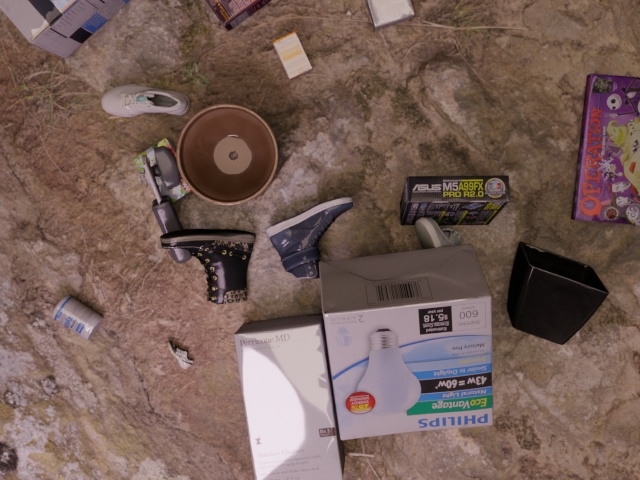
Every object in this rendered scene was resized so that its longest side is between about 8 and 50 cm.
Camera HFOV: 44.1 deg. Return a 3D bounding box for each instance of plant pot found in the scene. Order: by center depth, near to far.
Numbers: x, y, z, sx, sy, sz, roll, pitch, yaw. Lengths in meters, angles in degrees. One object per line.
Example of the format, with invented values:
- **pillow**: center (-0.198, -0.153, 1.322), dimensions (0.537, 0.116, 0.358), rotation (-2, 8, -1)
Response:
- **plant pot**: center (0.533, 0.132, 1.847), dimensions (0.188, 0.187, 0.167), rotation (19, 109, 0)
- **plant pot**: center (-0.214, -0.203, 1.872), dimensions (0.237, 0.110, 0.237), rotation (0, 96, 2)

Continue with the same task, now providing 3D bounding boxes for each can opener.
- **can opener**: center (-0.357, -0.081, 1.871), dimensions (0.093, 0.074, 0.280), rotation (-15, 111, -2)

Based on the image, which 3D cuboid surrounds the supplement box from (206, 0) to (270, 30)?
- **supplement box**: center (-0.175, -0.592, 1.849), dimensions (0.188, 0.081, 0.104), rotation (-35, 93, 5)

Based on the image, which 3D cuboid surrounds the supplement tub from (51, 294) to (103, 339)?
- **supplement tub**: center (-0.597, 0.189, 1.942), dimensions (0.107, 0.071, 0.071), rotation (32, 96, 0)

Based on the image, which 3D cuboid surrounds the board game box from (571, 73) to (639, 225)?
- **board game box**: center (0.719, -0.212, 1.869), dimensions (0.208, 0.056, 0.346), rotation (5, 96, 6)

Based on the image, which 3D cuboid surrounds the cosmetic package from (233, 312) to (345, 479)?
- **cosmetic package**: center (-0.070, 0.381, 1.896), dimensions (0.217, 0.156, 0.384), rotation (-10, 96, 5)

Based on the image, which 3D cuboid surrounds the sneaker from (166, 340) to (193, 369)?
- **sneaker**: center (-0.349, 0.279, 1.964), dimensions (0.037, 0.032, 0.083), rotation (-36, 98, -9)

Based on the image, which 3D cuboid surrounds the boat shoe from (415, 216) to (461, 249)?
- **boat shoe**: center (0.291, 0.010, 1.852), dimensions (0.081, 0.079, 0.227), rotation (-40, 132, -7)

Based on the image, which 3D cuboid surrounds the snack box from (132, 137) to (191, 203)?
- **snack box**: center (-0.373, -0.164, 1.917), dimensions (0.100, 0.037, 0.141), rotation (-33, 95, 6)

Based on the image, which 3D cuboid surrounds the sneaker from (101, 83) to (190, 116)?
- **sneaker**: center (-0.423, -0.335, 1.876), dimensions (0.212, 0.094, 0.080), rotation (0, 97, 2)

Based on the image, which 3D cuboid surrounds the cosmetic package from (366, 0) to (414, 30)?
- **cosmetic package**: center (0.138, -0.623, 1.845), dimensions (0.099, 0.060, 0.239), rotation (-16, 95, 6)

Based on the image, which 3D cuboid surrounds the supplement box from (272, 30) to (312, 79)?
- **supplement box**: center (-0.066, -0.439, 1.881), dimensions (0.062, 0.036, 0.098), rotation (-24, 94, 4)

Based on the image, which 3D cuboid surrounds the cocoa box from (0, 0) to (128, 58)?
- **cocoa box**: center (-0.645, -0.630, 1.788), dimensions (0.228, 0.231, 0.347), rotation (-40, 93, 4)

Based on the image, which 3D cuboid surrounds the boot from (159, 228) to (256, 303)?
- **boot**: center (-0.266, 0.064, 1.874), dimensions (0.236, 0.085, 0.178), rotation (-1, 100, -32)

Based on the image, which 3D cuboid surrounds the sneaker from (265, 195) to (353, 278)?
- **sneaker**: center (0.000, 0.000, 1.886), dimensions (0.226, 0.086, 0.163), rotation (-25, 83, 14)

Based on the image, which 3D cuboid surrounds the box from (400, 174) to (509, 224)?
- **box**: center (0.294, -0.087, 1.781), dimensions (0.216, 0.270, 0.060), rotation (-1, 80, 3)

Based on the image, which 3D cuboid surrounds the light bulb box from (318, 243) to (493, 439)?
- **light bulb box**: center (0.193, 0.230, 1.777), dimensions (0.358, 0.225, 0.361), rotation (-7, 119, 3)
